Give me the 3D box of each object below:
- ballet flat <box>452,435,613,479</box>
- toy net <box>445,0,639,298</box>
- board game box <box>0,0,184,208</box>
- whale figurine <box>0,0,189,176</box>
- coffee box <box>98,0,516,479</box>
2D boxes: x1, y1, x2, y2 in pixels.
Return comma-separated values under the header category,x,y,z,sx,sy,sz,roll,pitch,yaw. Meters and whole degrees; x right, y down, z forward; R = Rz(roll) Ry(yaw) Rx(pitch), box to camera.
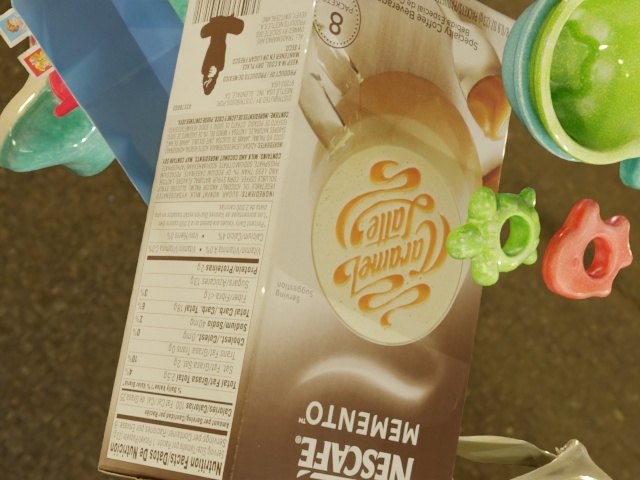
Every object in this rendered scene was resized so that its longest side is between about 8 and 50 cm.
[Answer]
category,x,y,z,sx,sy,sz,roll,pitch,yaw
ballet flat,0.058,0.148,0.823,0.248,0.086,0.086,-3,54,-32
toy net,0.154,-0.033,0.609,0.232,0.122,0.045,3,8,-36
board game box,-0.101,-0.079,0.767,0.169,0.033,0.133,57,27,-11
whale figurine,-0.095,-0.150,0.926,0.141,0.272,0.216,30,11,22
coffee box,0.000,0.000,0.713,0.141,0.098,0.246,17,79,-42
